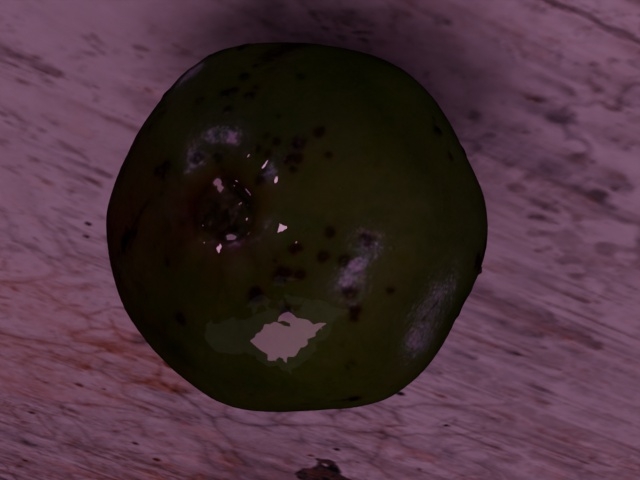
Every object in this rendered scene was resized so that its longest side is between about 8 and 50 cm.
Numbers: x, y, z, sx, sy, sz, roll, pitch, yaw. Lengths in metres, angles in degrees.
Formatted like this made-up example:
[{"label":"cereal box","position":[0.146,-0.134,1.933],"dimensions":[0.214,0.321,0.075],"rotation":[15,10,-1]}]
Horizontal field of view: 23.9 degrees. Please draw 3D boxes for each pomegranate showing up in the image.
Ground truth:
[{"label":"pomegranate","position":[0.000,0.000,0.745],"dimensions":[0.182,0.181,0.224],"rotation":[2,169,19]}]
